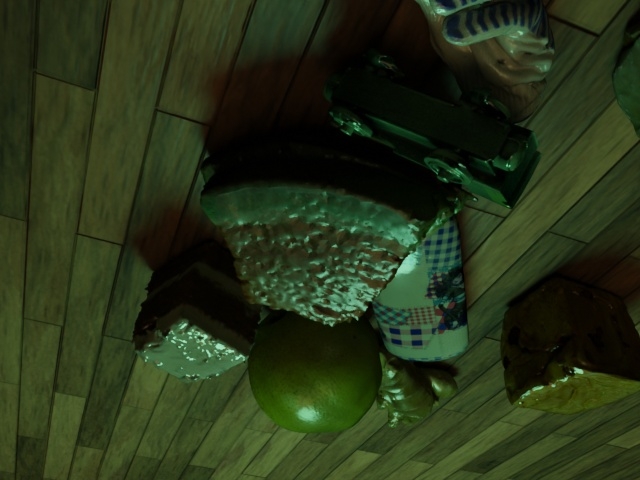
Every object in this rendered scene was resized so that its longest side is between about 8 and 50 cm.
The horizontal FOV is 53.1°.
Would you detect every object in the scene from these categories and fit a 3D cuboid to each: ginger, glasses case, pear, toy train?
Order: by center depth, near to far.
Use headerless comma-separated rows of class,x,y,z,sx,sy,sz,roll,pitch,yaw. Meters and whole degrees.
toy train,0.099,-0.103,0.600,0.200,0.083,0.132,31,-178,28
glasses case,0.129,0.065,0.855,0.125,0.076,0.327,-7,137,11
pear,-0.006,0.180,0.918,0.198,0.198,0.198,2,140,1
ginger,0.133,0.240,1.056,0.206,0.081,0.115,32,120,-30

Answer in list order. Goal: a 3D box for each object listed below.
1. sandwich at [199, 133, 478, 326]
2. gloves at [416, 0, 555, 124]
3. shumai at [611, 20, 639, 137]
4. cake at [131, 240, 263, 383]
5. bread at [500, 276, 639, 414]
sandwich,-0.007,-0.012,0.695,0.292,0.109,0.212,25,120,1
gloves,0.134,-0.187,0.546,0.119,0.097,0.229,27,176,38
shumai,0.375,-0.149,0.568,0.120,0.201,0.201,-40,137,-13
cake,-0.160,0.102,0.860,0.135,0.147,0.135,-32,130,32
bread,0.351,0.156,0.899,0.158,0.148,0.143,23,139,-22
